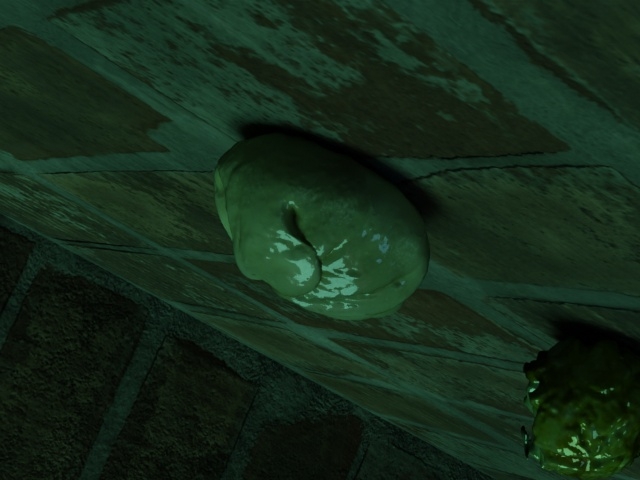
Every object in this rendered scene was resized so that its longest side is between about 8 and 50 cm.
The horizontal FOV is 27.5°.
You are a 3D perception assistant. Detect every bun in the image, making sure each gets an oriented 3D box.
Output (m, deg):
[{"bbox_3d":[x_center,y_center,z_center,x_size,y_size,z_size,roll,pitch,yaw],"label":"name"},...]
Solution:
[{"bbox_3d":[0.000,0.000,1.435,0.259,0.160,0.259,22,164,7],"label":"bun"}]

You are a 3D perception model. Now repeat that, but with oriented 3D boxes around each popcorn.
[{"bbox_3d":[0.331,0.203,1.660,0.198,0.198,0.212,37,-165,-45],"label":"popcorn"}]
